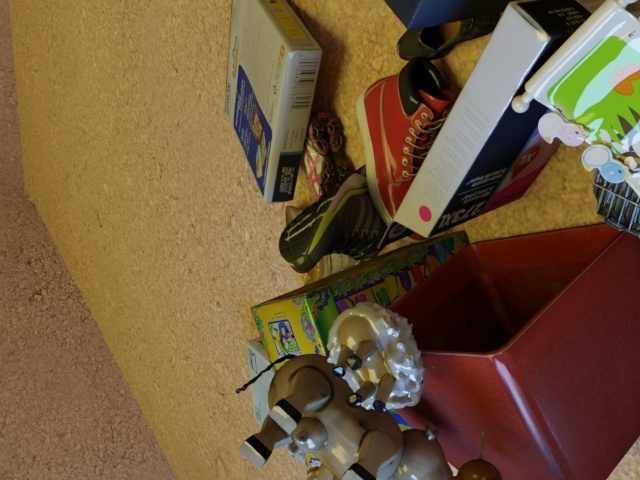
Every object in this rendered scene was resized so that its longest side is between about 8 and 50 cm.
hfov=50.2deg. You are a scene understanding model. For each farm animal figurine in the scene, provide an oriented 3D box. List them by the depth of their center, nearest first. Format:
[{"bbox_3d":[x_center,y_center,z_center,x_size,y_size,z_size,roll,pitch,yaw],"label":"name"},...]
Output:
[{"bbox_3d":[0.048,0.254,0.757,0.330,0.172,0.327,-36,91,32],"label":"farm animal figurine"}]

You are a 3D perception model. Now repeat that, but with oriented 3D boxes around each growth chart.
[{"bbox_3d":[0.297,-0.102,0.580,0.237,0.021,0.172,35,138,7],"label":"growth chart"}]

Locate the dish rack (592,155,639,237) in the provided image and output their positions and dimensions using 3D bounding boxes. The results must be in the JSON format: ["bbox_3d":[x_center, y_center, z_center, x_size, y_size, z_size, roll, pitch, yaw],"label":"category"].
[{"bbox_3d":[0.390,-0.058,0.636,0.271,0.074,0.208,38,135,43],"label":"dish rack"}]

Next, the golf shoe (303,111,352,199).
[{"bbox_3d":[0.011,-0.123,1.182,0.086,0.067,0.186,172,89,-68],"label":"golf shoe"}]

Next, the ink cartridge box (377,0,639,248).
[{"bbox_3d":[0.203,-0.111,0.785,0.069,0.175,0.371,54,145,22],"label":"ink cartridge box"}]

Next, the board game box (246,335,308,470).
[{"bbox_3d":[-0.038,0.361,1.490,0.303,0.097,0.224,30,132,48],"label":"board game box"}]

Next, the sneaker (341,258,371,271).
[{"bbox_3d":[0.097,0.113,1.162,0.211,0.080,0.081,56,147,21],"label":"sneaker"}]

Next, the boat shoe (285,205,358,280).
[{"bbox_3d":[0.000,0.000,1.236,0.277,0.096,0.098,-129,32,-65],"label":"boat shoe"}]

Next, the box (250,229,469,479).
[{"bbox_3d":[0.099,0.169,0.990,0.177,0.289,0.279,-20,89,58],"label":"box"}]

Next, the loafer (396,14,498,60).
[{"bbox_3d":[0.148,-0.271,0.887,0.170,0.061,0.062,-12,98,59],"label":"loafer"}]

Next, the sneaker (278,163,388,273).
[{"bbox_3d":[0.043,-0.020,1.014,0.111,0.300,0.121,-35,95,34],"label":"sneaker"}]

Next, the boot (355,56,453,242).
[{"bbox_3d":[0.136,-0.119,0.951,0.176,0.088,0.245,-12,94,66],"label":"boot"}]

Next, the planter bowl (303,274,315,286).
[{"bbox_3d":[0.011,0.143,1.300,0.217,0.090,0.217,33,133,45],"label":"planter bowl"}]

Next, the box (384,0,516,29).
[{"bbox_3d":[0.134,-0.460,0.696,0.313,0.178,0.343,55,146,20],"label":"box"}]

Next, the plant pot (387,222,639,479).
[{"bbox_3d":[0.242,0.154,0.824,0.267,0.267,0.236,-11,111,58],"label":"plant pot"}]

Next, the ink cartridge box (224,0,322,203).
[{"bbox_3d":[-0.098,-0.278,1.231,0.307,0.072,0.304,-114,26,-42],"label":"ink cartridge box"}]
